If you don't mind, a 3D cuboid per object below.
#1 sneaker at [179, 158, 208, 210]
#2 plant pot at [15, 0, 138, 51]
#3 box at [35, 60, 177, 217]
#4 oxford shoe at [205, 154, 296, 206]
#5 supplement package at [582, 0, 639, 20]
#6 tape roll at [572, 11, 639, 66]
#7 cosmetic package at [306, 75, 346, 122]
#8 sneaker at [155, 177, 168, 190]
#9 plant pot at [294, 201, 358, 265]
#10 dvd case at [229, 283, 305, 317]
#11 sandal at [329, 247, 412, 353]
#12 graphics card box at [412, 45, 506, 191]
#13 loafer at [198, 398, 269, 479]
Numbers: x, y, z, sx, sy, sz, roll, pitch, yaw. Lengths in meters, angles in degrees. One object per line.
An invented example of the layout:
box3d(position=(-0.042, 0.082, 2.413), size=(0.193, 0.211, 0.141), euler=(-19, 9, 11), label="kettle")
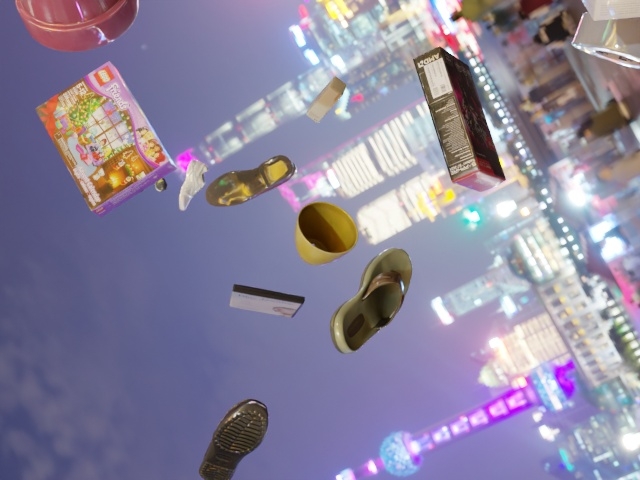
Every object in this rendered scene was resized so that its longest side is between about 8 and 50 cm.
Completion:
box3d(position=(-0.365, -0.154, 2.263), size=(0.061, 0.152, 0.054), euler=(18, -176, -7), label="sneaker")
box3d(position=(-0.419, -0.446, 1.306), size=(0.180, 0.201, 0.201), euler=(86, 167, -59), label="plant pot")
box3d(position=(-0.474, -0.225, 1.745), size=(0.293, 0.201, 0.057), euler=(57, 179, 17), label="box")
box3d(position=(-0.148, -0.120, 1.722), size=(0.076, 0.212, 0.076), euler=(20, -126, -73), label="oxford shoe")
box3d(position=(0.570, -0.569, 1.411), size=(0.177, 0.175, 0.293), euler=(-86, -9, -52), label="supplement package")
box3d(position=(0.673, -0.435, 1.746), size=(0.219, 0.072, 0.219), euler=(18, -168, -4), label="tape roll")
box3d(position=(0.015, -0.365, 2.055), size=(0.041, 0.115, 0.060), euler=(34, -136, -15), label="cosmetic package")
box3d(position=(-0.406, -0.156, 1.983), size=(0.035, 0.031, 0.083), euler=(77, 167, -49), label="sneaker")
box3d(position=(0.000, 0.000, 1.659), size=(0.134, 0.095, 0.134), euler=(13, -130, -16), label="plant pot")
box3d(position=(-0.143, 0.160, 2.059), size=(0.253, 0.180, 0.022), euler=(120, 160, -74), label="dvd case")
box3d(position=(0.126, 0.128, 1.647), size=(0.120, 0.086, 0.303), euler=(58, -136, -19), label="sandal")
box3d(position=(0.386, -0.330, 2.186), size=(0.233, 0.094, 0.370), euler=(7, -116, -59), label="graphics card box")
box3d(position=(-0.156, 0.343, 1.406), size=(0.080, 0.220, 0.078), euler=(27, -145, -13), label="loafer")
